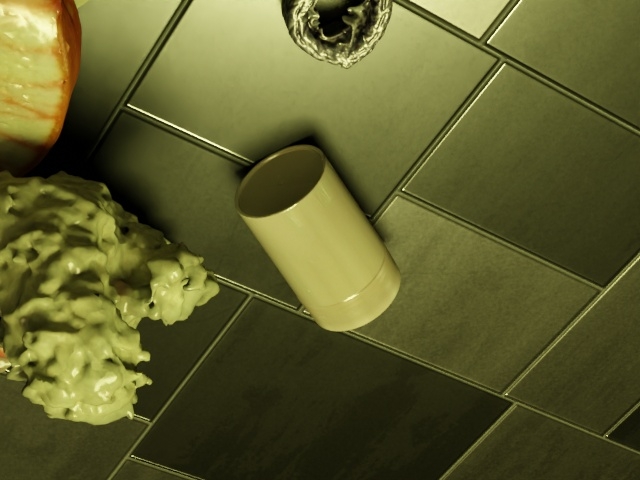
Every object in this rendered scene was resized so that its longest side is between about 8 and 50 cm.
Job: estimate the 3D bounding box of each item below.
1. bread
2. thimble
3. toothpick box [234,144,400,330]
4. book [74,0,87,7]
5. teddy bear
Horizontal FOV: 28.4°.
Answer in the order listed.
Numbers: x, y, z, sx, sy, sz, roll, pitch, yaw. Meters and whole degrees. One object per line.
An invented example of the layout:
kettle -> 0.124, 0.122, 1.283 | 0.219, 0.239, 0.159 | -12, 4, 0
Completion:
bread -> -0.382, -0.166, 1.115 | 0.327, 0.114, 0.295 | 15, 136, -14
thimble -> 0.015, -0.221, 1.180 | 0.095, 0.066, 0.104 | 11, 124, -18
toothpick box -> 0.000, 0.000, 1.327 | 0.111, 0.111, 0.181 | -25, 127, 12
book -> -0.323, -0.289, 1.104 | 0.215, 0.025, 0.283 | -30, 127, 17
teddy bear -> -0.249, 0.055, 1.204 | 0.357, 0.224, 0.367 | -3, 174, 24
